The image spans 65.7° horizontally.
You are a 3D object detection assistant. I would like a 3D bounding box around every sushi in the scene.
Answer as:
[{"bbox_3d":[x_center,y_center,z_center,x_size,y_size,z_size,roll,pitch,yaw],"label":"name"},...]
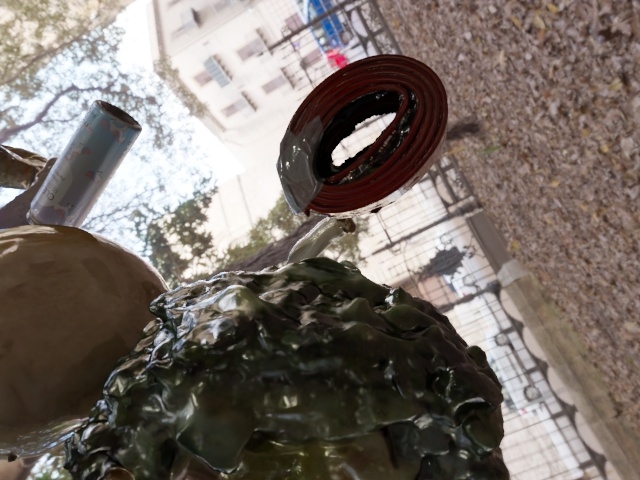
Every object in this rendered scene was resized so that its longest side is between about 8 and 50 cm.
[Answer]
[{"bbox_3d":[-0.020,0.169,0.425,0.178,0.352,0.294,-74,-12,-74],"label":"sushi"}]

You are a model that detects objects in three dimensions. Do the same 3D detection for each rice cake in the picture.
[{"bbox_3d":[-0.509,-0.031,0.841,0.070,0.064,0.399,22,-146,-14],"label":"rice cake"}]

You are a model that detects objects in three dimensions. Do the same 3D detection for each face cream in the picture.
[{"bbox_3d":[-0.348,-0.088,0.714,0.075,0.229,0.075,35,-169,-8],"label":"face cream"}]

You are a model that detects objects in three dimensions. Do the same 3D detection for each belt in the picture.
[{"bbox_3d":[0.066,-0.166,0.853,0.227,0.324,0.115,54,-170,11],"label":"belt"}]

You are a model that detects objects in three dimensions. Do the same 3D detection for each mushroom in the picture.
[{"bbox_3d":[0.000,0.000,1.279,0.084,0.209,0.071,50,-175,0],"label":"mushroom"},{"bbox_3d":[-0.334,0.136,0.609,0.293,0.290,0.292,14,-138,-12],"label":"mushroom"}]

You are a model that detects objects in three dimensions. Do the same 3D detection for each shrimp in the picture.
[{"bbox_3d":[-0.823,-0.214,1.161,0.446,0.110,0.221,18,-164,-40],"label":"shrimp"}]
